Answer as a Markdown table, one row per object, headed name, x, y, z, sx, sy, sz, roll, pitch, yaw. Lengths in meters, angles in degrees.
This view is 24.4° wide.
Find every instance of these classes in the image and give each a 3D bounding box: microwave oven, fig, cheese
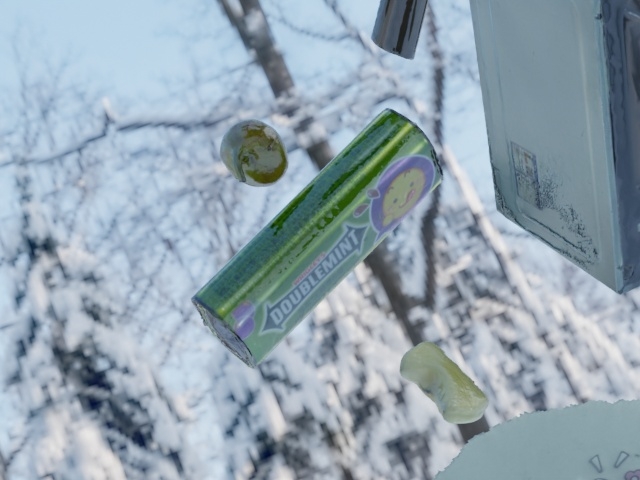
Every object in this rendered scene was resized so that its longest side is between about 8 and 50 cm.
| name | x | y | z | sx | sy | sz | roll | pitch | yaw |
| --- | --- | --- | --- | --- | --- | --- | --- | --- | --- |
| microwave oven | 0.268 | -0.143 | 1.324 | 0.181 | 0.237 | 0.295 | -22 | -59 | -19 |
| fig | -0.086 | -0.105 | 1.788 | 0.082 | 0.084 | 0.098 | -9 | -3 | 19 |
| cheese | 0.095 | 0.115 | 1.174 | 0.044 | 0.083 | 0.030 | -12 | -48 | -36 |

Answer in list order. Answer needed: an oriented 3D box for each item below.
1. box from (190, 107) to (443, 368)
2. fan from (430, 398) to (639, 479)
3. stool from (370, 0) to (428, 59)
| name | x | y | z | sx | sy | sz | roll | pitch | yaw |
| --- | --- | --- | --- | --- | --- | --- | --- | --- | --- |
| box | 0.000 | 0.000 | 1.813 | 0.345 | 0.097 | 0.134 | -44 | -32 | -13 |
| fan | 0.095 | 0.261 | 0.871 | 0.415 | 0.233 | 0.012 | -49 | 16 | 6 |
| stool | 0.023 | -0.397 | 1.775 | 0.310 | 0.310 | 0.226 | 18 | -68 | -26 |
